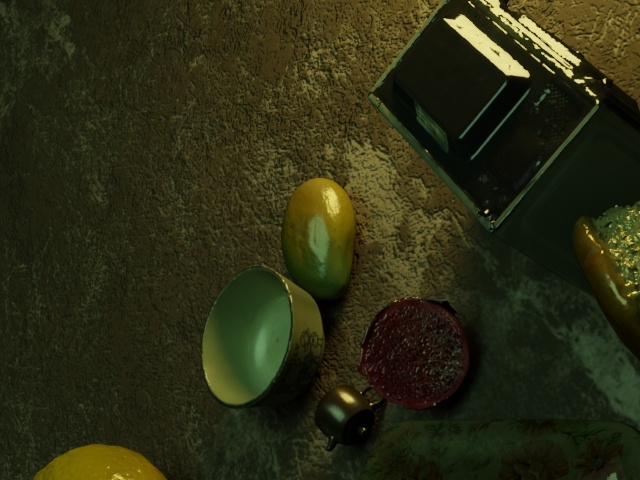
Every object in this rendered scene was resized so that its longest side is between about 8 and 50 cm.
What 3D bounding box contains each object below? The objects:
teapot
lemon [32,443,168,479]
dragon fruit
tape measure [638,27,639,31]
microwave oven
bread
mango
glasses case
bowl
[{"bbox_3d":[0.046,0.242,1.891,0.121,0.076,0.068,-38,48,-17],"label":"teapot"},{"bbox_3d":[-0.322,0.443,2.033,0.253,0.253,0.310,-46,43,19],"label":"lemon"},{"bbox_3d":[0.126,0.147,1.843,0.111,0.153,0.153,105,-171,-86],"label":"dragon fruit"},{"bbox_3d":[0.493,-0.179,1.632,0.164,0.084,0.330,-42,42,29],"label":"tape measure"},{"bbox_3d":[0.271,-0.131,1.695,0.218,0.286,0.355,-51,37,12],"label":"microwave oven"},{"bbox_3d":[0.372,0.065,1.509,0.121,0.245,0.174,-41,44,9],"label":"bread"},{"bbox_3d":[0.000,0.000,2.061,0.130,0.092,0.195,-32,57,29],"label":"mango"},{"bbox_3d":[0.217,0.294,1.653,0.425,0.098,0.157,-7,59,45],"label":"glasses case"},{"bbox_3d":[-0.070,0.150,2.019,0.211,0.112,0.212,-22,60,45],"label":"bowl"}]
